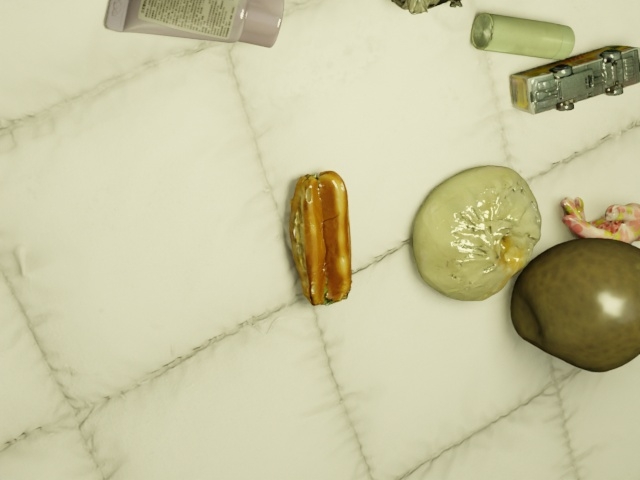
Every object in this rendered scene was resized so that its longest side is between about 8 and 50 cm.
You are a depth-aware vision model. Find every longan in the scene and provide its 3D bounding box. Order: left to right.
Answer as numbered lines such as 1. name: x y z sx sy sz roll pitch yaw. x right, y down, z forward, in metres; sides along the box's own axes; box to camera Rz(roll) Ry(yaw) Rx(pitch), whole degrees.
1. longan: 0.537 0.126 1.903 0.288 0.350 0.288 1 86 -20

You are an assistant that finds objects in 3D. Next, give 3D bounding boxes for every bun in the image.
1. bun: 0.323 -0.004 1.865 0.287 0.146 0.287 -8 110 -22

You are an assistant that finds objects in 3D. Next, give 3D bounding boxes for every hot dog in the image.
1. hot dog: 0.000 0.000 1.747 0.115 0.072 0.269 -10 112 -24

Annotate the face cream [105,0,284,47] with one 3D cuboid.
1. face cream: -0.200 -0.387 1.527 0.274 0.096 0.154 12 103 -16

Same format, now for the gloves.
1. gloves: 0.599 -0.030 1.993 0.241 0.145 0.126 -8 108 -33

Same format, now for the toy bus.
1. toy bus: 0.513 -0.324 1.881 0.268 0.106 0.092 -19 113 -18

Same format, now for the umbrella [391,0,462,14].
1. umbrella: 0.278 -0.485 1.733 0.357 0.106 0.113 -13 121 -30

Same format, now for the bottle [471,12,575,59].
1. bottle: 0.394 -0.394 1.818 0.201 0.072 0.072 1 105 -27
